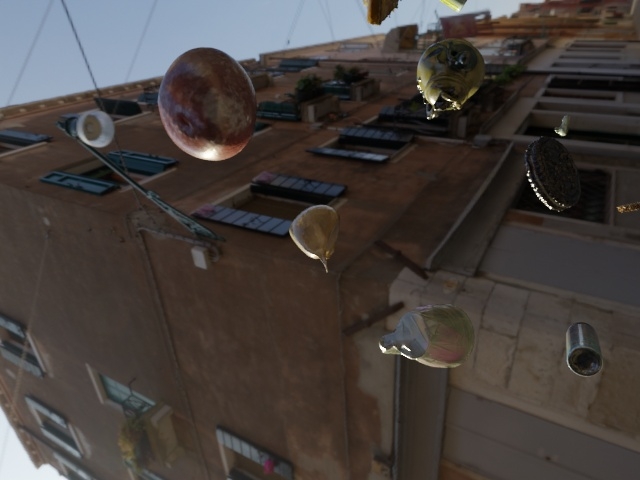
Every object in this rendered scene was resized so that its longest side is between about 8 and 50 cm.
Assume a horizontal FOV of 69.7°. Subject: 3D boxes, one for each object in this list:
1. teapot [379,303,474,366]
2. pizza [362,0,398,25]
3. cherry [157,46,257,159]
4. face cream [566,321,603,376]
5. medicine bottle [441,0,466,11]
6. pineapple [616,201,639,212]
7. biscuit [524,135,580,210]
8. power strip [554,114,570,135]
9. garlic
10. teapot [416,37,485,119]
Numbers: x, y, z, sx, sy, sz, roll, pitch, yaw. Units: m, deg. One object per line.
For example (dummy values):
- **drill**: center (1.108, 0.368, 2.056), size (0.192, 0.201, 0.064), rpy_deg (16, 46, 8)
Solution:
- **teapot**: center (0.267, 0.241, 1.208), size (0.178, 0.221, 0.164), rpy_deg (11, -94, -35)
- **pizza**: center (0.165, -0.718, 1.193), size (0.223, 0.089, 0.324), rpy_deg (-34, -46, -69)
- **cherry**: center (-0.254, -0.310, 1.047), size (0.212, 0.285, 0.236), rpy_deg (-27, -38, -27)
- **face cream**: center (0.653, 0.260, 1.145), size (0.229, 0.075, 0.075), rpy_deg (-17, -63, -61)
- **medicine bottle**: center (0.284, -0.543, 1.008), size (0.047, 0.083, 0.047), rpy_deg (-57, -1, -2)
- **pineapple**: center (0.881, -0.095, 1.307), size (0.045, 0.083, 0.019), rpy_deg (-16, -88, -29)
- **biscuit**: center (0.576, -0.166, 1.139), size (0.194, 0.053, 0.195), rpy_deg (13, -114, -32)
- **power strip**: center (0.680, -0.321, 1.293), size (0.083, 0.035, 0.055), rpy_deg (-48, -39, -44)
- **garlic**: center (-0.005, -0.012, 1.265), size (0.245, 0.145, 0.164), rpy_deg (-62, -48, -80)
- **teapot**: center (0.329, -0.406, 1.200), size (0.269, 0.172, 0.183), rpy_deg (114, 172, -67)
